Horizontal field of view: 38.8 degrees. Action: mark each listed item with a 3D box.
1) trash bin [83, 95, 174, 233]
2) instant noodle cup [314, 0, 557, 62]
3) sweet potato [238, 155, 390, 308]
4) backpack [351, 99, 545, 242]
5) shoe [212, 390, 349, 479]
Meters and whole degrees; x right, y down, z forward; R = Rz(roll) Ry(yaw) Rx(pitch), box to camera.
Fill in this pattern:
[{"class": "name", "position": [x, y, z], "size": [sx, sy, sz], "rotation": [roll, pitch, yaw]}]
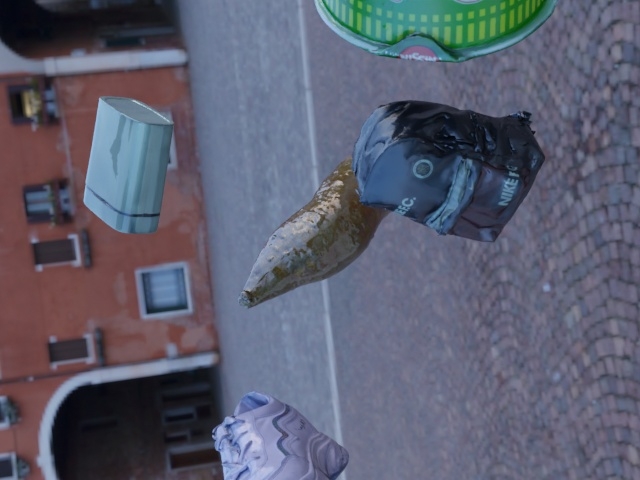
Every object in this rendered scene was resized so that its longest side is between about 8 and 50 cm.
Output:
[{"class": "trash bin", "position": [-0.220, -0.087, 1.037], "size": [0.116, 0.059, 0.130], "rotation": [32, 116, 44]}, {"class": "instant noodle cup", "position": [0.088, -0.284, 0.671], "size": [0.232, 0.207, 0.207], "rotation": [85, 172, -49]}, {"class": "sweet potato", "position": [-0.001, 0.001, 1.442], "size": [0.131, 0.336, 0.131], "rotation": [32, 152, 19]}, {"class": "backpack", "position": [0.113, -0.062, 0.827], "size": [0.105, 0.165, 0.120], "rotation": [-104, 23, -45]}, {"class": "shoe", "position": [-0.059, 0.231, 0.921], "size": [0.095, 0.138, 0.245], "rotation": [-53, -8, 15]}]
